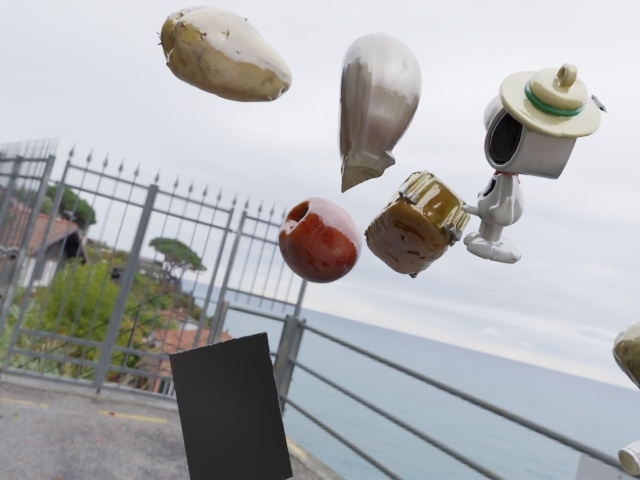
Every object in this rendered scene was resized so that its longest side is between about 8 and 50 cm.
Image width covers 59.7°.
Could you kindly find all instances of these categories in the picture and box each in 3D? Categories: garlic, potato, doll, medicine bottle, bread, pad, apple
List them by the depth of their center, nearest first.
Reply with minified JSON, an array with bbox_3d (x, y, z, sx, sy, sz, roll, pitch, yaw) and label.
[{"bbox_3d":[0.067,-0.216,0.755,0.149,0.266,0.128,-20,-48,30],"label":"garlic"},{"bbox_3d":[0.288,-0.097,0.785,0.144,0.271,0.208,7,6,-3],"label":"doll"},{"bbox_3d":[-0.169,-0.321,0.973,0.235,0.161,0.128,43,-19,0],"label":"potato"},{"bbox_3d":[0.165,-0.020,1.001,0.136,0.107,0.241,41,-19,4],"label":"bread"},{"bbox_3d":[-0.173,0.347,1.095,0.202,0.299,0.005,-10,-3,-23],"label":"pad"},{"bbox_3d":[0.687,0.454,1.186,0.089,0.057,0.057,-18,1,-14],"label":"medicine bottle"},{"bbox_3d":[0.000,0.000,1.465,0.201,0.218,0.218,42,-20,-29],"label":"apple"}]

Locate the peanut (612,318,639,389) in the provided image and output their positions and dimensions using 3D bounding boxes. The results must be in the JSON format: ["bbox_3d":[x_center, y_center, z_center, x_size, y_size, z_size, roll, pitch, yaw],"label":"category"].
[{"bbox_3d":[0.468,0.200,0.713,0.124,0.123,0.256,17,29,-23],"label":"peanut"}]
